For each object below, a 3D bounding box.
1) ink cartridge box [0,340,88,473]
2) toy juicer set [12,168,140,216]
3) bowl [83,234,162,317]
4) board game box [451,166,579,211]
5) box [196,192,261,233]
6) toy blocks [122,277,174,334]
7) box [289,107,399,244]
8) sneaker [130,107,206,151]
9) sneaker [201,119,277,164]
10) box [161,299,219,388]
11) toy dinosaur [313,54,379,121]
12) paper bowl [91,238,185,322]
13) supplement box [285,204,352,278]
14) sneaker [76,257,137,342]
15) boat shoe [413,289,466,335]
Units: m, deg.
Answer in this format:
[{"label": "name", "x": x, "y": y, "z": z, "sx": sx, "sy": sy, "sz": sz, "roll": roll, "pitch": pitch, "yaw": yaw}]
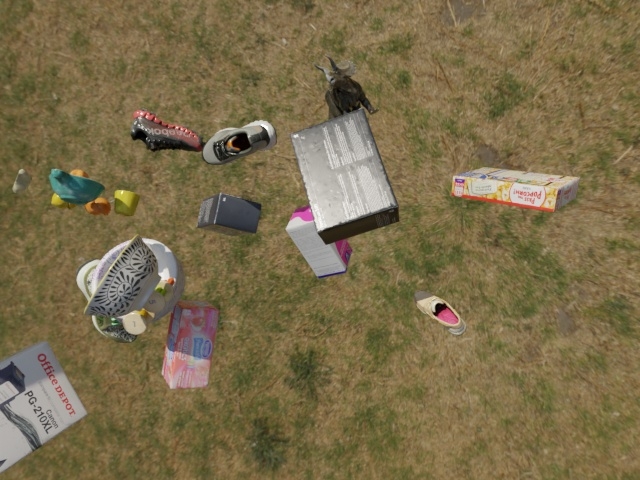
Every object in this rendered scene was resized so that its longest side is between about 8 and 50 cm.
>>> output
[{"label": "ink cartridge box", "x": -0.581, "y": 0.315, "z": 0.803, "sx": 0.100, "sy": 0.237, "sz": 0.171, "roll": -20, "pitch": 98, "yaw": 41}, {"label": "toy juicer set", "x": -0.683, "y": -0.145, "z": 1.213, "sx": 0.210, "sy": 0.329, "sz": 0.089, "roll": -2, "pitch": 76, "yaw": 32}, {"label": "bowl", "x": -0.347, "y": 0.080, "z": 0.822, "sx": 0.080, "sy": 0.170, "sz": 0.170, "roll": 33, "pitch": 104, "yaw": -14}, {"label": "board game box", "x": 0.382, "y": -0.106, "z": 0.881, "sx": 0.194, "sy": 0.147, "sz": 0.045, "roll": 16, "pitch": 114, "yaw": 40}, {"label": "box", "x": -0.320, "y": -0.085, "z": 1.550, "sx": 0.207, "sy": 0.153, "sz": 0.108, "roll": -4, "pitch": 74, "yaw": 60}, {"label": "toy blocks", "x": -0.370, "y": 0.129, "z": 1.005, "sx": 0.054, "sy": 0.148, "sz": 0.123, "roll": 39, "pitch": 104, "yaw": -12}, {"label": "box", "x": 0.054, "y": -0.146, "z": 1.026, "sx": 0.185, "sy": 0.103, "sz": 0.261, "roll": -17, "pitch": 69, "yaw": 4}, {"label": "sneaker", "x": -0.568, "y": -0.373, "z": 1.646, "sx": 0.276, "sy": 0.097, "sz": 0.135, "roll": 21, "pitch": 64, "yaw": -11}, {"label": "sneaker", "x": -0.256, "y": -0.276, "z": 1.283, "sx": 0.272, "sy": 0.108, "sz": 0.100, "roll": -9, "pitch": 106, "yaw": 37}, {"label": "box", "x": -0.490, "y": 0.384, "z": 1.681, "sx": 0.154, "sy": 0.142, "sz": 0.299, "roll": 11, "pitch": 93, "yaw": 59}, {"label": "toy dinosaur", "x": 0.066, "y": -0.389, "z": 1.232, "sx": 0.121, "sy": 0.313, "sz": 0.160, "roll": -27, "pitch": 90, "yaw": -3}, {"label": "paper bowl", "x": -0.603, "y": 0.148, "z": 1.519, "sx": 0.285, "sy": 0.148, "sz": 0.284, "roll": -1, "pitch": 63, "yaw": 3}, {"label": "supplement box", "x": 0.000, "y": 0.000, "z": 1.431, "sx": 0.114, "sy": 0.111, "sz": 0.220, "roll": -15, "pitch": 124, "yaw": 29}, {"label": "sneaker", "x": -0.834, "y": 0.274, "z": 1.806, "sx": 0.182, "sy": 0.158, "sz": 0.409, "roll": 15, "pitch": 132, "yaw": 38}, {"label": "boat shoe", "x": 0.308, "y": 0.176, "z": 1.167, "sx": 0.063, "sy": 0.059, "sz": 0.170, "roll": -44, "pitch": 48, "yaw": -9}]
